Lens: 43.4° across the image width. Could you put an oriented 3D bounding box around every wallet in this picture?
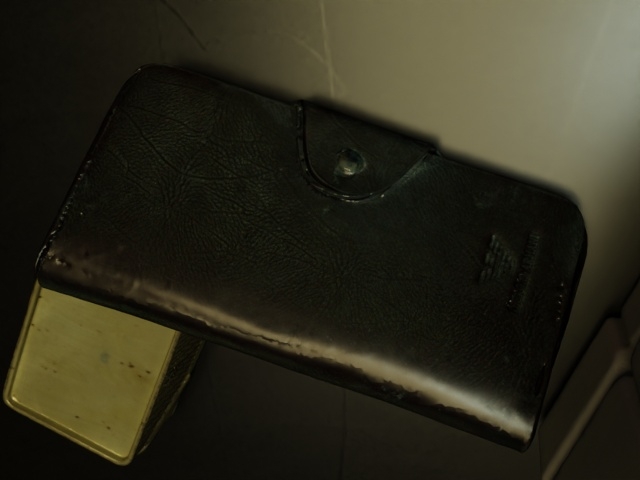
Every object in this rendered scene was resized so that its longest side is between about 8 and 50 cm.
[{"bbox_3d":[0.000,0.000,0.501,0.318,0.045,0.172,19,73,7],"label":"wallet"}]

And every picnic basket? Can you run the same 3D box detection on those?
[{"bbox_3d":[-0.147,0.066,0.585,0.115,0.079,0.164,28,110,6],"label":"picnic basket"}]

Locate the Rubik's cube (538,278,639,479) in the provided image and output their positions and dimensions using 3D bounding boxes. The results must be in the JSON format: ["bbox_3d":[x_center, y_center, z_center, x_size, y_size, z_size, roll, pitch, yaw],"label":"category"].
[{"bbox_3d":[0.310,0.110,0.348,0.322,0.319,0.315,28,109,5],"label":"Rubik's cube"}]
